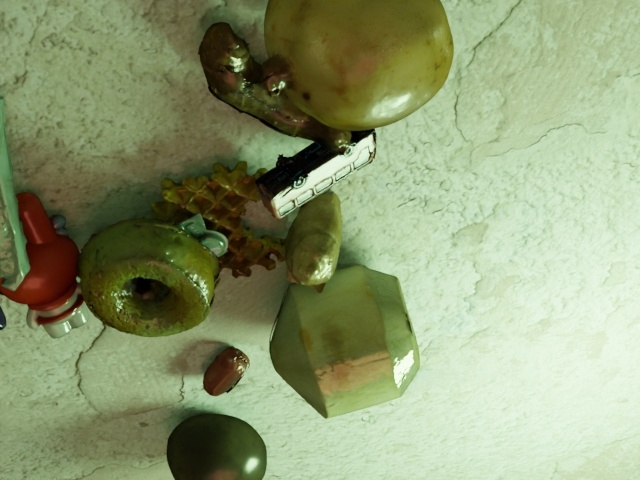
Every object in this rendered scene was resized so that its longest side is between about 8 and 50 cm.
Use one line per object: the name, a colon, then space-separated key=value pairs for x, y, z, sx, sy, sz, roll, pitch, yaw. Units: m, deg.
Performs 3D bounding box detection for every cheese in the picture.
cheese: x=-0.215 y=-0.004 z=1.770 sx=0.067 sy=0.026 sz=0.121 roll=-26 pitch=136 yaw=15

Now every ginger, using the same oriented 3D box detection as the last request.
ginger: x=0.000 y=-0.004 z=1.807 sx=0.115 sy=0.193 sz=0.122 roll=16 pitch=173 yaw=-15
ginger: x=-0.084 y=-0.247 z=1.588 sx=0.309 sy=0.107 sz=0.133 roll=31 pitch=154 yaw=-34

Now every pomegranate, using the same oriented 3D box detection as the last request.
pomegranate: x=0.058 y=-0.303 z=1.447 sx=0.307 sy=0.307 sz=0.307 roll=-7 pitch=136 yaw=-7

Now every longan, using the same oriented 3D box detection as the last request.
longan: x=-0.243 y=0.508 z=2.247 sx=0.246 sy=0.215 sz=0.246 roll=24 pitch=147 yaw=17

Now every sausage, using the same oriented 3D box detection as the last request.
sausage: x=-0.211 y=0.291 z=2.127 sx=0.076 sy=0.076 sz=0.141 roll=16 pitch=130 yaw=-28

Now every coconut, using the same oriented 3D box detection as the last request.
coconut: x=0.046 y=0.207 z=1.962 sx=0.322 sy=0.323 sz=0.323 roll=-7 pitch=136 yaw=-7

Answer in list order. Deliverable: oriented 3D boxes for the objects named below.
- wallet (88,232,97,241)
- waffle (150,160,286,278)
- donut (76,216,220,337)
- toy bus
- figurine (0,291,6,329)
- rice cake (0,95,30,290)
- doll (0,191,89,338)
wallet: x=-0.352 y=0.027 z=1.814 sx=0.152 sy=0.039 sz=0.118 roll=3 pitch=144 yaw=18
waffle: x=-0.194 y=-0.031 z=1.814 sx=0.259 sy=0.069 sz=0.293 roll=-10 pitch=137 yaw=0
donut: x=-0.312 y=0.081 z=1.742 sx=0.272 sy=0.107 sz=0.272 roll=-5 pitch=138 yaw=-5
toy bus: x=-0.004 y=-0.131 z=1.711 sx=0.234 sy=0.073 sz=0.096 roll=-32 pitch=147 yaw=-13
figurine: x=-0.756 y=0.183 z=1.820 sx=0.193 sy=0.154 sz=0.421 roll=27 pitch=121 yaw=-29
rice cake: x=-0.540 y=-0.076 z=1.599 sx=0.062 sy=0.066 sz=0.336 roll=-2 pitch=114 yaw=-1
doll: x=-0.517 y=0.048 z=1.758 sx=0.161 sy=0.130 sz=0.290 roll=-28 pitch=123 yaw=-16
